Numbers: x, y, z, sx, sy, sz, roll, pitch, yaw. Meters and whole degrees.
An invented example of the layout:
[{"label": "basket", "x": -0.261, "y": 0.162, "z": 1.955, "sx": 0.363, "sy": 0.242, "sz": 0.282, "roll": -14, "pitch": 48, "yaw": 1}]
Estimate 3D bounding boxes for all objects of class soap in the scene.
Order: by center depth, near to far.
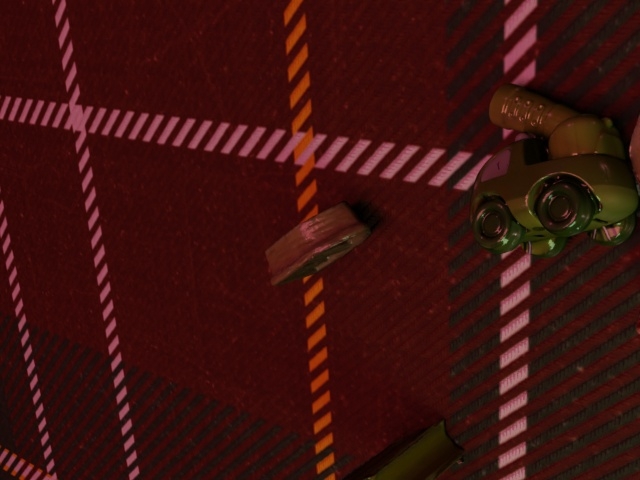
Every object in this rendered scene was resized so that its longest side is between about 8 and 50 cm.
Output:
[{"label": "soap", "x": 0.099, "y": 0.359, "z": 1.251, "sx": 0.135, "sy": 0.233, "sz": 0.076, "roll": -40, "pitch": 76, "yaw": 43}]

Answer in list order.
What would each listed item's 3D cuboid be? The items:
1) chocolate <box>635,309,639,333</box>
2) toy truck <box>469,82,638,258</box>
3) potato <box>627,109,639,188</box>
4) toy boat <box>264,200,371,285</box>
[{"label": "chocolate", "x": 0.484, "y": 0.075, "z": 0.881, "sx": 0.235, "sy": 0.108, "sz": 0.237, "roll": 43, "pitch": 129, "yaw": 18}, {"label": "toy truck", "x": 0.275, "y": -0.080, "z": 0.986, "sx": 0.187, "sy": 0.148, "sz": 0.211, "roll": 9, "pitch": 90, "yaw": 47}, {"label": "potato", "x": 0.415, "y": -0.118, "z": 0.877, "sx": 0.200, "sy": 0.081, "sz": 0.164, "roll": -60, "pitch": 37, "yaw": 43}, {"label": "toy boat", "x": 0.000, "y": 0.000, "z": 1.273, "sx": 0.188, "sy": 0.116, "sz": 0.061, "roll": -35, "pitch": 76, "yaw": 45}]
